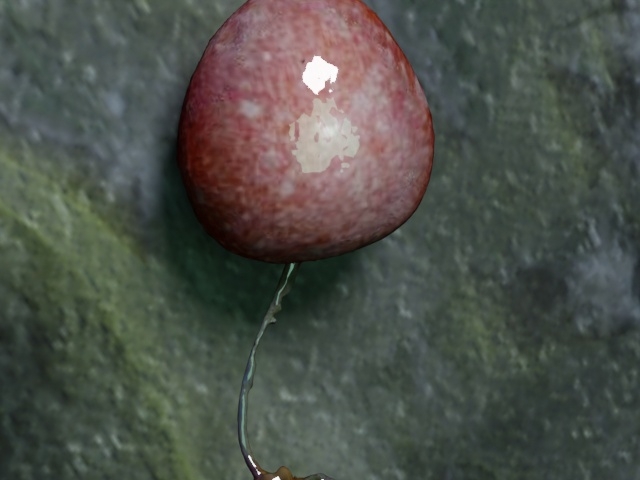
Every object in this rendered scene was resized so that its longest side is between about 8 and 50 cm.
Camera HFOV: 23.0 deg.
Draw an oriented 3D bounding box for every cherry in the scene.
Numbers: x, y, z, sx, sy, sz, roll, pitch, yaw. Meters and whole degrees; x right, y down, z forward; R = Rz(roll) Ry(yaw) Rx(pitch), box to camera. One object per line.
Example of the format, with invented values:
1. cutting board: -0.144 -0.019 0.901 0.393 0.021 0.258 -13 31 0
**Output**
1. cherry: 0.000 0.000 0.654 0.107 0.090 0.225 -14 107 -22
